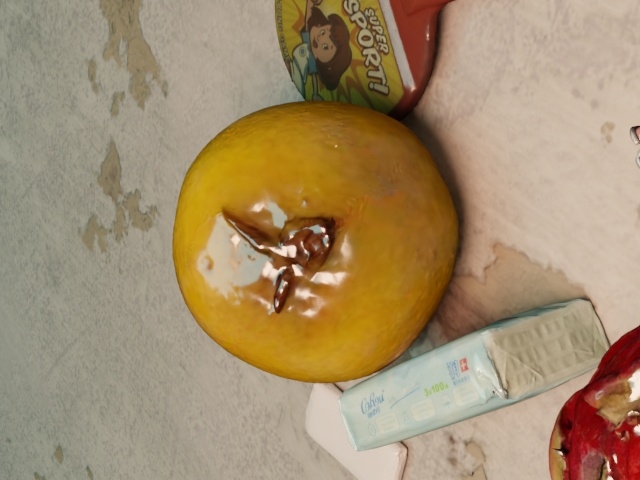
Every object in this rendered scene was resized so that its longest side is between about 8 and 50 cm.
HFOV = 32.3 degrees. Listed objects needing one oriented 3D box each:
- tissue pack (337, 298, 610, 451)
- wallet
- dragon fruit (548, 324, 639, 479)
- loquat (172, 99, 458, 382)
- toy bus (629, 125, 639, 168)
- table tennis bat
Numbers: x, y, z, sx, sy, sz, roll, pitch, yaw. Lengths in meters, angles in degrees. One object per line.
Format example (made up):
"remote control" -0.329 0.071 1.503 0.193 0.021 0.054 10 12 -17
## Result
"tissue pack" 0.160 0.148 1.206 0.263 0.177 0.089 -31 75 51
"wallet" 0.045 0.269 1.501 0.190 0.033 0.095 34 123 41
"dragon fruit" 0.349 0.188 0.881 0.329 0.329 0.329 17 113 48
"loquat" 0.000 0.000 1.286 0.329 0.359 0.328 1 95 7
"toy bus" 0.356 -0.044 0.995 0.077 0.079 0.174 -38 69 39
"table tennis bat" 0.065 -0.267 1.295 0.415 0.051 0.268 -9 99 58
